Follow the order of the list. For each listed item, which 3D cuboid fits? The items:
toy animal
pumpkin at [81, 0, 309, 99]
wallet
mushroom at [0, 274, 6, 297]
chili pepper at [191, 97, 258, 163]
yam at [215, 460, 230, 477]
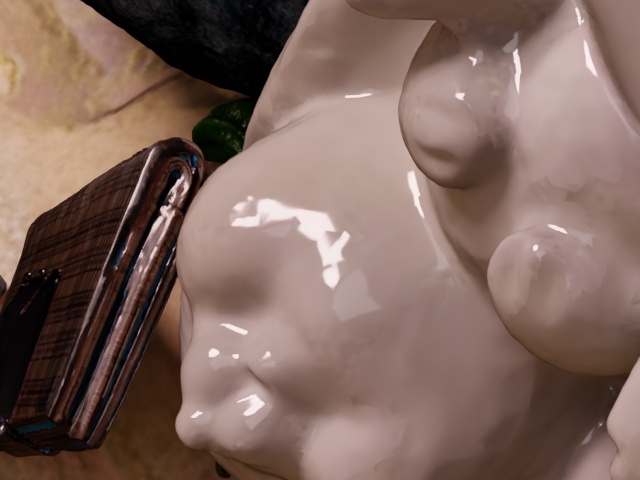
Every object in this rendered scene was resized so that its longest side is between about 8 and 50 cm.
[{"bbox_3d":[0.060,0.012,0.703,0.272,0.206,0.265,56,134,10],"label":"toy animal"},{"bbox_3d":[0.019,-0.234,0.870,0.363,0.266,0.363,-4,65,10],"label":"pumpkin"},{"bbox_3d":[-0.107,0.030,0.831,0.042,0.230,0.124,27,75,-17],"label":"wallet"},{"bbox_3d":[-0.241,0.001,0.951,0.187,0.061,0.060,3,66,9],"label":"mushroom"},{"bbox_3d":[-0.003,-0.004,0.890,0.050,0.073,0.182,-37,67,0],"label":"chili pepper"},{"bbox_3d":[-0.036,0.056,0.908,0.014,0.014,0.107,4,71,13],"label":"yam"}]
